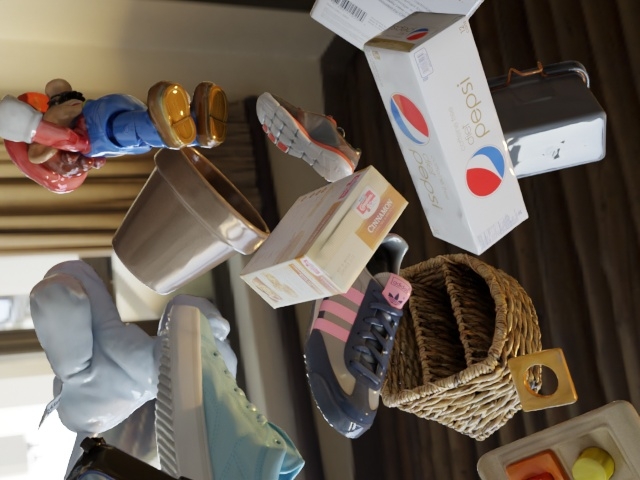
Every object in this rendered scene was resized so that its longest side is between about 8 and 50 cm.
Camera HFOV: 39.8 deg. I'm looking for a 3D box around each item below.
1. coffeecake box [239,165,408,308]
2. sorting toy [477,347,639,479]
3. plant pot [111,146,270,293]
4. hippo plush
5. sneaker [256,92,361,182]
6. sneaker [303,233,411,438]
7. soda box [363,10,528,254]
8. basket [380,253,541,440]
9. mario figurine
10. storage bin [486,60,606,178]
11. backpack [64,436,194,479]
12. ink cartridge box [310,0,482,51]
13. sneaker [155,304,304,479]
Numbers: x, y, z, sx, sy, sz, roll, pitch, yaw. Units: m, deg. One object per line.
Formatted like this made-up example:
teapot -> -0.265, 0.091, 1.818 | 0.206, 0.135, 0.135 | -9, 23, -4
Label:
coffeecake box -> 0.000, 0.000, 1.067 | 0.142, 0.068, 0.185 | -53, -164, -25
sorting toy -> 0.285, 0.288, 0.959 | 0.196, 0.047, 0.348 | -33, -99, 31
plant pot -> -0.261, -0.024, 1.669 | 0.229, 0.263, 0.263 | -45, -143, 5
hippo plush -> -0.235, 0.134, 1.160 | 0.294, 0.236, 0.234 | -111, -170, -66
sneaker -> -0.013, -0.142, 1.154 | 0.065, 0.158, 0.061 | -53, -172, -34
sneaker -> 0.060, 0.108, 1.178 | 0.131, 0.112, 0.319 | -35, -147, 28
soda box -> 0.117, -0.097, 0.813 | 0.074, 0.069, 0.216 | 27, -34, 55
basket -> 0.231, 0.153, 1.532 | 0.213, 0.223, 0.299 | -51, -155, 32
mario figurine -> -0.288, -0.170, 1.145 | 0.320, 0.198, 0.170 | -5, -121, 29
storage bin -> 0.217, -0.119, 0.880 | 0.091, 0.135, 0.098 | -106, -176, -55
backpack -> -0.155, 0.223, 0.643 | 0.114, 0.105, 0.084 | -58, -166, 11
ink cartridge box -> 0.098, -0.296, 1.004 | 0.093, 0.160, 0.219 | -59, -175, -21
sneaker -> -0.102, 0.235, 1.009 | 0.135, 0.150, 0.366 | 117, -33, -48
